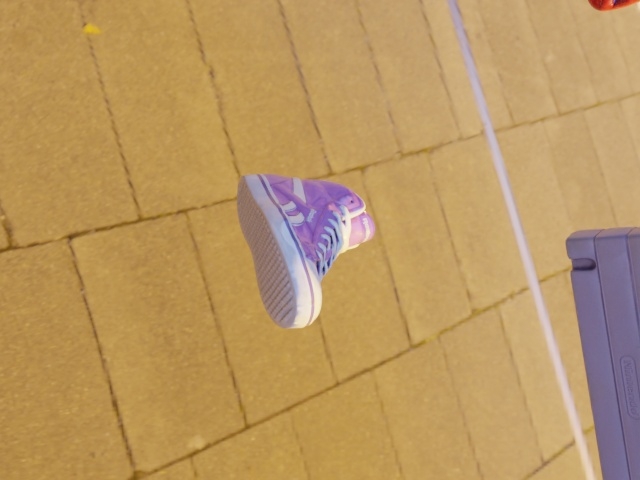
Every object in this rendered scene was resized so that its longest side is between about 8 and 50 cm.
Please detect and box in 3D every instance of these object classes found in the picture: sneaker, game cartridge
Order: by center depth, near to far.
[{"bbox_3d":[0.412,0.156,1.038,0.068,0.230,0.355,-25,106,-55],"label":"game cartridge"},{"bbox_3d":[0.000,-0.001,1.103,0.160,0.102,0.282,2,33,-15],"label":"sneaker"}]

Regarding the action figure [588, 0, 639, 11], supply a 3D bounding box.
[{"bbox_3d":[0.312,-0.256,0.786,0.091,0.280,0.139,-26,116,-24],"label":"action figure"}]
